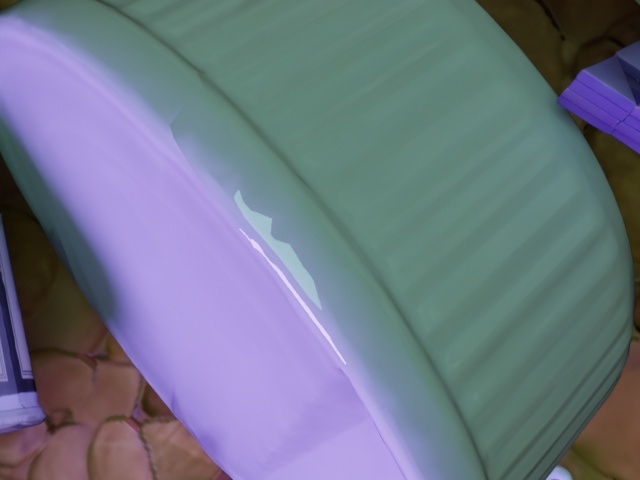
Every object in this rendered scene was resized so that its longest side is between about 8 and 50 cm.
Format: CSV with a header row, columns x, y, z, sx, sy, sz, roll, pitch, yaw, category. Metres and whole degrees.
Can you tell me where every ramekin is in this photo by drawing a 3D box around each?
x,y,z,sx,sy,sz,roll,pitch,yaw,category
0.000,0.000,0.575,0.127,0.273,0.273,-37,84,-19,ramekin

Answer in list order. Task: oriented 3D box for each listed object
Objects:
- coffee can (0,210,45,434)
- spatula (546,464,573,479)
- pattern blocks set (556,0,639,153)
x,y,z,sx,sy,sz,roll,pitch,yaw,category
-0.238,-0.039,0.613,0.201,0.201,0.275,-12,84,1,coffee can
0.127,0.209,0.668,0.168,0.019,0.242,-9,83,7,spatula
0.151,-0.138,0.588,0.285,0.026,0.325,42,43,2,pattern blocks set
